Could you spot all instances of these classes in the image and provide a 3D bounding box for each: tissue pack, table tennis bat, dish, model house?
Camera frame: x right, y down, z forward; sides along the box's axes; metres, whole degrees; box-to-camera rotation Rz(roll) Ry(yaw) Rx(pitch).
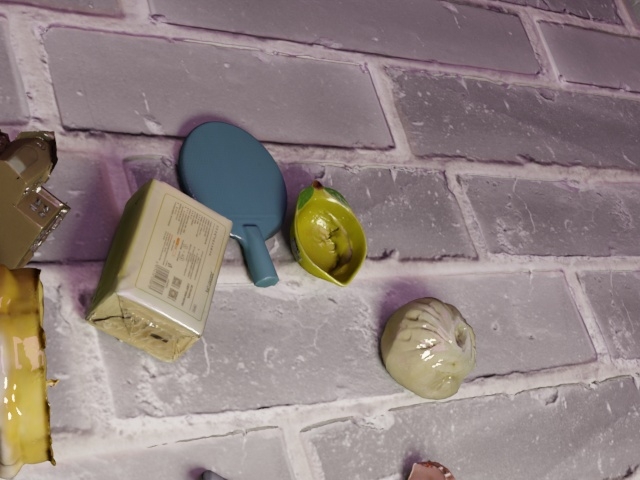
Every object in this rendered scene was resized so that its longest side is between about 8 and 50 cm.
[{"bbox_3d":[-0.247,0.047,1.600,0.159,0.125,0.234,29,48,-22],"label":"tissue pack"},{"bbox_3d":[-0.141,-0.069,1.819,0.215,0.044,0.329,0,61,-39],"label":"table tennis bat"},{"bbox_3d":[0.000,0.000,1.858,0.148,0.080,0.208,1,64,-33],"label":"dish"},{"bbox_3d":[-0.441,-0.107,1.542,0.181,0.176,0.248,38,30,-12],"label":"model house"}]

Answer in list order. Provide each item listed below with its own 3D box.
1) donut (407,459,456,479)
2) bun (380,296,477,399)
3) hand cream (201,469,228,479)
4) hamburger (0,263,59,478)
[{"bbox_3d":[0.186,0.441,1.700,0.065,0.117,0.166,46,52,-30],"label":"donut"},{"bbox_3d":[0.213,0.195,1.870,0.193,0.128,0.178,38,45,-16],"label":"bun"},{"bbox_3d":[-0.073,0.423,1.545,0.255,0.079,0.048,36,86,-14],"label":"hand cream"},{"bbox_3d":[-0.449,0.164,1.282,0.236,0.276,0.277,-3,64,-16],"label":"hamburger"}]
